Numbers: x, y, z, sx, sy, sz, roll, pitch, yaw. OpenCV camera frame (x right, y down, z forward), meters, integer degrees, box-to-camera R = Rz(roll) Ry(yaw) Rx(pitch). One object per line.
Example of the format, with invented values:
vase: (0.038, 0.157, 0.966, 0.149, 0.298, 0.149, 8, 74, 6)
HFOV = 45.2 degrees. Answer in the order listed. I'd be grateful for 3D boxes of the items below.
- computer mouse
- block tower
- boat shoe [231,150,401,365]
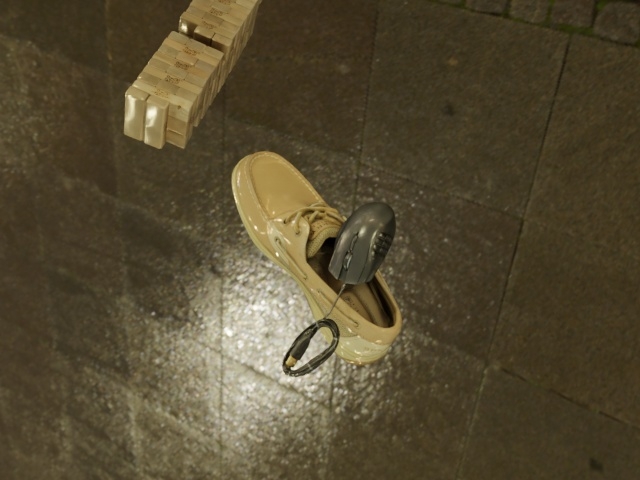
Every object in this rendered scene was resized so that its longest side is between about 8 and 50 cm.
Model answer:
computer mouse: (0.019, 0.056, 0.928, 0.071, 0.242, 0.041, 22, 168, 30)
block tower: (-0.188, -0.284, 1.187, 0.091, 0.335, 0.097, 23, 144, -1)
boat shoe: (0.000, 0.000, 1.030, 0.341, 0.122, 0.110, 54, 152, 16)
